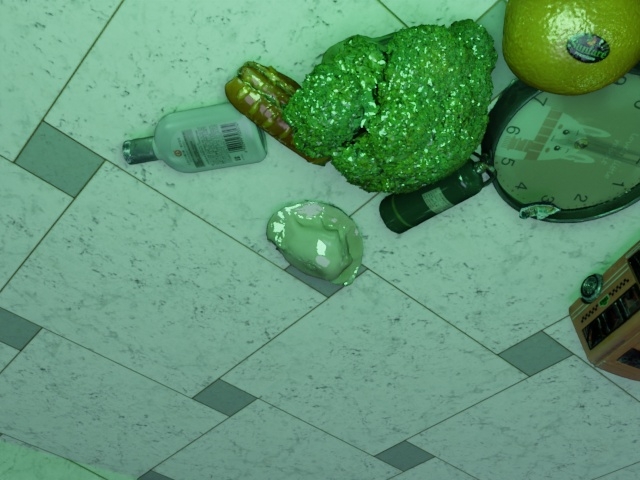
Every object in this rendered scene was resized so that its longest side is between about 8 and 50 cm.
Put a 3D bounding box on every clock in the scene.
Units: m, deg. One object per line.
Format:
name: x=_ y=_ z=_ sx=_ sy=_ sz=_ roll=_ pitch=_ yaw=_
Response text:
clock: x=0.519 y=-0.194 z=1.292 sx=0.387 sy=0.076 sz=0.386 roll=2 pitch=133 yaw=2

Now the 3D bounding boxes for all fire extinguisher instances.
fire extinguisher: x=0.256 y=-0.110 z=1.338 sx=0.118 sy=0.093 sz=0.294 roll=31 pitch=139 yaw=-29

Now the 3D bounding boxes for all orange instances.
orange: x=0.417 y=-0.349 z=1.062 sx=0.237 sy=0.236 sz=0.236 roll=2 pitch=133 yaw=2

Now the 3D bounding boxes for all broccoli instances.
broccoli: x=0.143 y=-0.230 z=1.144 sx=0.414 sy=0.310 sz=0.321 roll=-30 pitch=121 yaw=-14

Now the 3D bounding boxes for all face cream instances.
face cream: x=-0.261 y=-0.202 z=1.333 sx=0.292 sy=0.071 sz=0.143 roll=-9 pitch=128 yaw=10

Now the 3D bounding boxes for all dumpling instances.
dumpling: x=0.000 y=0.000 z=1.488 sx=0.247 sy=0.142 sz=0.172 roll=32 pitch=92 yaw=-15

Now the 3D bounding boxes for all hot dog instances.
hot dog: x=-0.060 y=-0.248 z=1.265 sx=0.269 sy=0.115 sz=0.072 roll=31 pitch=163 yaw=-25

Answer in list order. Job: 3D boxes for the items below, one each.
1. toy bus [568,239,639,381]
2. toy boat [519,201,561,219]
toy bus: x=0.779 y=0.121 z=1.463 sx=0.203 sy=0.233 sz=0.426 roll=19 pitch=132 yaw=-14
toy boat: x=0.454 y=-0.060 z=1.344 sx=0.083 sy=0.038 sz=0.038 roll=-9 pitch=132 yaw=13
